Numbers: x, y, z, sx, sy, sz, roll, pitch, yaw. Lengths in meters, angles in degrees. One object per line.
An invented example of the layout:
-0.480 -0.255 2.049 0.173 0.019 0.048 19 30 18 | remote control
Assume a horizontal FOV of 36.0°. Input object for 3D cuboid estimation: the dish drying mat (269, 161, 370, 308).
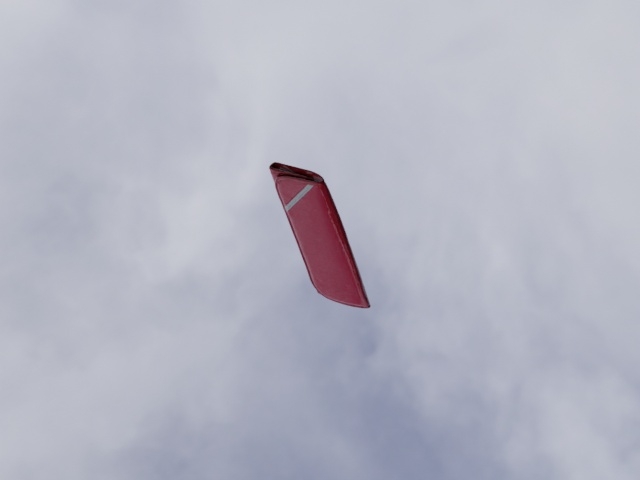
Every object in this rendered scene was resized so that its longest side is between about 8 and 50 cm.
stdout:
0.000 0.000 0.450 0.008 0.032 0.083 -52 -39 -31 | dish drying mat
